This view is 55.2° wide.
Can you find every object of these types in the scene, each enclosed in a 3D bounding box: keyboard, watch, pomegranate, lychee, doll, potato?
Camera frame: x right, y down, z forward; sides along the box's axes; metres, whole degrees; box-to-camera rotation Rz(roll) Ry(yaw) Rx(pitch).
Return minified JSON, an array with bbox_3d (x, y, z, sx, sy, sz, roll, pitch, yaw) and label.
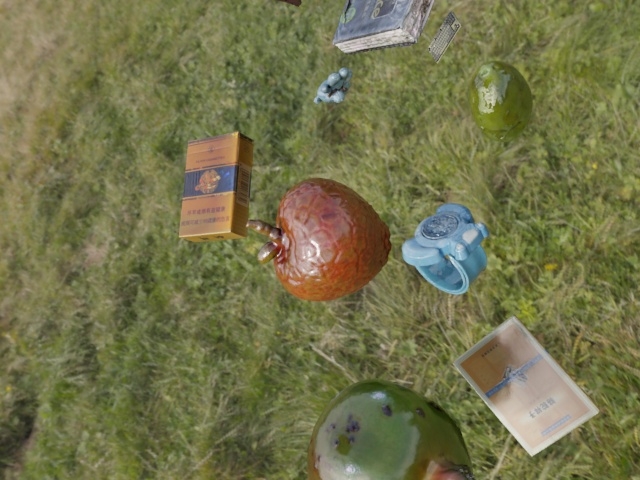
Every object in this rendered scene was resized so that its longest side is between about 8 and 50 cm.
[{"bbox_3d":[0.294,-0.483,1.459,0.015,0.129,0.049,-16,72,-23],"label":"keyboard"},{"bbox_3d":[0.317,0.038,1.494,0.211,0.193,0.211,-15,38,12],"label":"watch"},{"bbox_3d":[0.137,0.356,0.993,0.323,0.291,0.291,-37,44,43],"label":"pomegranate"},{"bbox_3d":[0.000,0.000,1.231,0.255,0.300,0.255,18,111,58],"label":"lychee"},{"bbox_3d":[0.048,-0.423,1.698,0.120,0.075,0.180,-27,8,-9],"label":"doll"},{"bbox_3d":[0.478,-0.367,1.637,0.148,0.253,0.186,19,67,42],"label":"potato"}]

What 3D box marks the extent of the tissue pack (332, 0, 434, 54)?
[{"bbox_3d":[0.143,-0.514,1.372,0.235,0.073,0.173,12,78,51],"label":"tissue pack"}]

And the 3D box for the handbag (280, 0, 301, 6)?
[{"bbox_3d":[-0.177,-0.727,1.713,0.203,0.216,0.074,38,123,34],"label":"handbag"}]

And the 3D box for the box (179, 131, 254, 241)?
[{"bbox_3d":[-0.238,-0.120,1.404,0.152,0.070,0.237,-5,73,29],"label":"box"}]

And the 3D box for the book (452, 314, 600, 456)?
[{"bbox_3d":[0.407,0.292,1.229,0.170,0.018,0.242,-45,79,22],"label":"book"}]
